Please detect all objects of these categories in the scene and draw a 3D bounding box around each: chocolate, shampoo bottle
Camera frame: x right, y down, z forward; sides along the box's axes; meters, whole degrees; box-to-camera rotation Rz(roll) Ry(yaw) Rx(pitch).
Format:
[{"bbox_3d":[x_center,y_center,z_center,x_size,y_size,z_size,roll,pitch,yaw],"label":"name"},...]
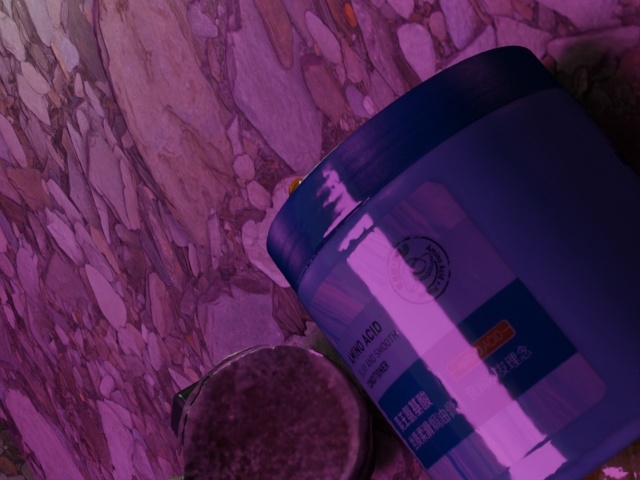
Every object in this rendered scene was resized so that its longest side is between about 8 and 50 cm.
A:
[{"bbox_3d":[-0.049,0.327,1.626,0.303,0.303,0.213,47,176,27],"label":"chocolate"},{"bbox_3d":[0.178,0.051,1.007,0.342,0.331,0.331,54,147,15],"label":"shampoo bottle"}]

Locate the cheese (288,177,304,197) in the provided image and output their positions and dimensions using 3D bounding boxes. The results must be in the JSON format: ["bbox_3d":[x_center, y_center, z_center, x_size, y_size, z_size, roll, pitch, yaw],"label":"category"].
[{"bbox_3d":[0.000,0.000,1.491,0.156,0.064,0.250,50,155,24],"label":"cheese"}]

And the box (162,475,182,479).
[{"bbox_3d":[-0.192,0.618,2.062,0.349,0.141,0.288,6,106,36],"label":"box"}]

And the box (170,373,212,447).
[{"bbox_3d":[-0.202,0.373,2.030,0.201,0.090,0.144,46,144,28],"label":"box"}]

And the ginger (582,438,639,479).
[{"bbox_3d":[0.290,0.207,1.185,0.290,0.089,0.137,42,117,41],"label":"ginger"}]
